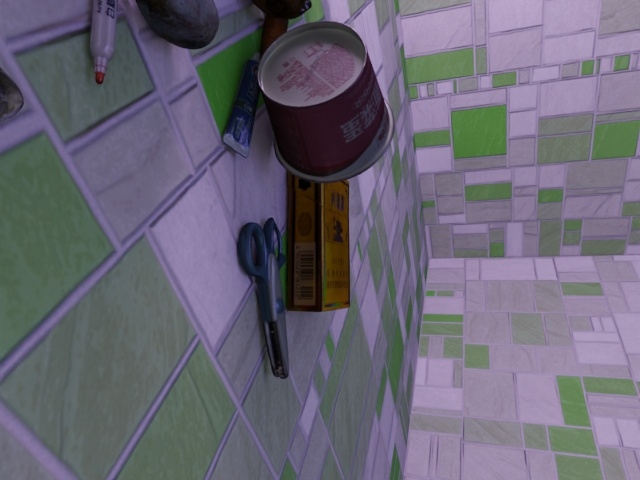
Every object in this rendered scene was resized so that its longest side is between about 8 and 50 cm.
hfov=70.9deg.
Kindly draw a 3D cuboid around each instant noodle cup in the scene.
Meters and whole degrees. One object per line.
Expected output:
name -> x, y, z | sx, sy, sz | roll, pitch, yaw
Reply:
instant noodle cup -> 0.004, -0.240, 0.776 | 0.178, 0.234, 0.235 | 61, 33, -63

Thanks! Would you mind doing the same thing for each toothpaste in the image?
toothpaste -> -0.122, -0.232, 0.745 | 0.057, 0.034, 0.197 | 33, 57, -47

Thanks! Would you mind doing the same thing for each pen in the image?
pen -> -0.224, -0.268, 0.472 | 0.026, 0.026, 0.218 | 22, 68, -69

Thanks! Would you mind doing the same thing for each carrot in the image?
carrot -> -0.094, -0.348, 0.826 | 0.047, 0.047, 0.191 | 46, 50, -62

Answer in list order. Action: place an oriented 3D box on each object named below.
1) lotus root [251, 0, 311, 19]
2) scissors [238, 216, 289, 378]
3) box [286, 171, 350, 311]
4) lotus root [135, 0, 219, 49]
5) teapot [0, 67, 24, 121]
lotus root -> -0.089, -0.475, 0.730 | 0.124, 0.123, 0.241 | -54, 150, -14
scissors -> -0.087, 0.106, 0.796 | 0.138, 0.041, 0.289 | -22, 105, -68
box -> 0.000, 0.000, 0.984 | 0.193, 0.084, 0.302 | 15, 74, -69
lotus root -> -0.173, -0.284, 0.523 | 0.165, 0.088, 0.088 | 26, 64, -75
teapot -> -0.251, -0.099, 0.299 | 0.067, 0.083, 0.057 | -13, 105, -72
